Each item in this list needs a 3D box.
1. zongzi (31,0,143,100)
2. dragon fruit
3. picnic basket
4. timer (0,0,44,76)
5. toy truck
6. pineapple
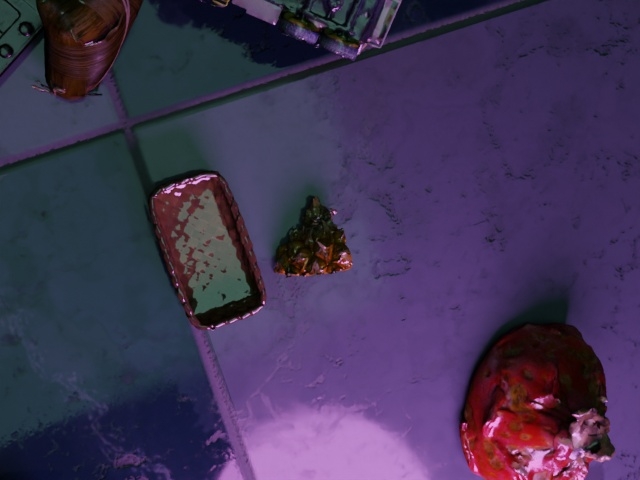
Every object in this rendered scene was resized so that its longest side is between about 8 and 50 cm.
[{"bbox_3d":[-0.245,-0.256,1.043,0.084,0.187,0.184,39,63,-1],"label":"zongzi"},{"bbox_3d":[0.292,0.232,1.203,0.134,0.211,0.262,17,85,-23],"label":"dragon fruit"},{"bbox_3d":[-0.143,0.011,1.134,0.110,0.055,0.193,-20,100,-13],"label":"picnic basket"},{"bbox_3d":[-0.400,-0.264,1.041,0.144,0.055,0.187,42,80,-17],"label":"timer"},{"bbox_3d":[-0.043,-0.316,1.081,0.272,0.157,0.124,21,106,-8],"label":"toy truck"},{"bbox_3d":[0.000,0.000,1.175,0.077,0.114,0.114,23,70,-52],"label":"pineapple"}]
